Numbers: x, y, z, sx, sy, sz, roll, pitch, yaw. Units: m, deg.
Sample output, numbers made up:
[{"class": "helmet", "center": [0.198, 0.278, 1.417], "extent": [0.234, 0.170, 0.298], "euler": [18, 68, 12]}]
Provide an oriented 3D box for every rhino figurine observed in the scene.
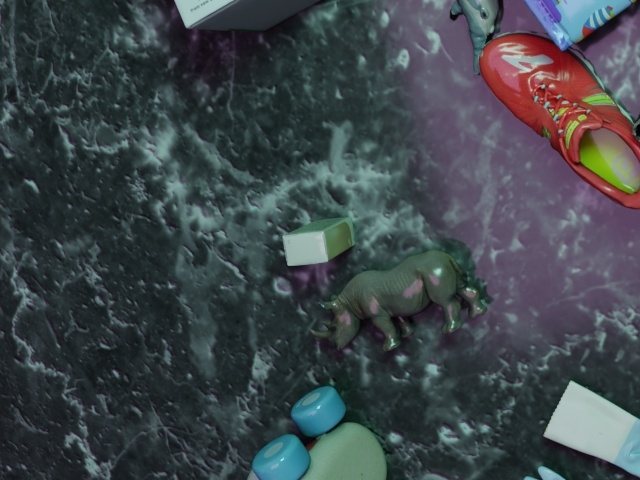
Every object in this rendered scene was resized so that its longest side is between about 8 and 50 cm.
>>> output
[{"class": "rhino figurine", "center": [0.089, 0.086, 1.183], "extent": [0.243, 0.073, 0.106], "euler": [-20, 97, 25]}]

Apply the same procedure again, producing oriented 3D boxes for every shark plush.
[{"class": "shark plush", "center": [0.188, -0.289, 1.092], "extent": [0.067, 0.073, 0.161], "euler": [2, 124, 41]}]

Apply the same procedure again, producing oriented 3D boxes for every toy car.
[{"class": "toy car", "center": [-0.040, 0.359, 1.235], "extent": [0.238, 0.210, 0.219], "euler": [-25, 103, 37]}]

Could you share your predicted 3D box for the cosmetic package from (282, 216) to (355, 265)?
[{"class": "cosmetic package", "center": [0.000, 0.000, 1.176], "extent": [0.060, 0.115, 0.041], "euler": [-6, 99, 23]}]

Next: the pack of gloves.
[{"class": "pack of gloves", "center": [0.387, 0.313, 1.140], "extent": [0.232, 0.046, 0.195], "euler": [25, 98, 12]}]

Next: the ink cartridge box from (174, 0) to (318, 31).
[{"class": "ink cartridge box", "center": [-0.125, -0.414, 1.087], "extent": [0.121, 0.211, 0.289], "euler": [-22, 91, 26]}]

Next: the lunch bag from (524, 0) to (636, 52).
[{"class": "lunch bag", "center": [0.266, -0.392, 0.947], "extent": [0.221, 0.138, 0.293], "euler": [-36, 99, 24]}]

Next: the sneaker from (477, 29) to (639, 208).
[{"class": "sneaker", "center": [0.296, -0.144, 1.026], "extent": [0.279, 0.118, 0.107], "euler": [43, 112, 8]}]

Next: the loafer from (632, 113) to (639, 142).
[{"class": "loafer", "center": [0.472, -0.055, 0.902], "extent": [0.130, 0.134, 0.366], "euler": [-36, 49, -13]}]
